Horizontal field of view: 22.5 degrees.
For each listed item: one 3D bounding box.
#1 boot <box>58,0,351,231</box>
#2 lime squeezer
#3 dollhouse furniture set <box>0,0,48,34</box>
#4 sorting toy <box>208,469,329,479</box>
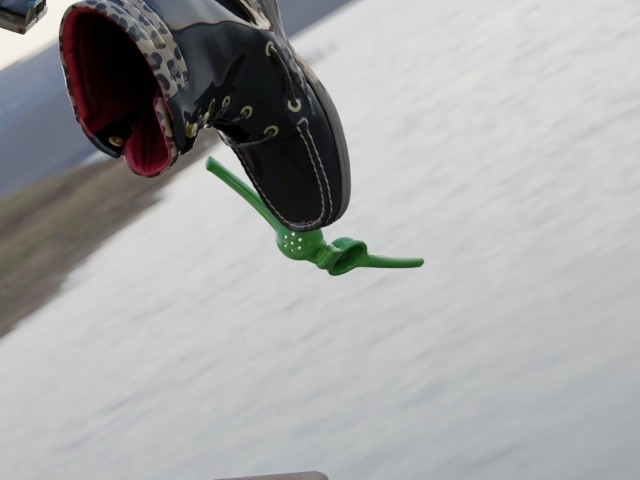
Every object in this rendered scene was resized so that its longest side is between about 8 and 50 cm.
[{"bbox_3d":[-0.115,-0.137,1.679,0.138,0.377,0.284,-10,20,30],"label":"boot"},{"bbox_3d":[0.000,0.000,1.904,0.059,0.310,0.110,-62,23,10],"label":"lime squeezer"},{"bbox_3d":[-0.345,-0.341,2.185,0.129,0.184,0.129,-76,6,-67],"label":"dollhouse furniture set"},{"bbox_3d":[-0.075,0.425,2.255,0.208,0.193,0.038,-10,-7,31],"label":"sorting toy"}]
